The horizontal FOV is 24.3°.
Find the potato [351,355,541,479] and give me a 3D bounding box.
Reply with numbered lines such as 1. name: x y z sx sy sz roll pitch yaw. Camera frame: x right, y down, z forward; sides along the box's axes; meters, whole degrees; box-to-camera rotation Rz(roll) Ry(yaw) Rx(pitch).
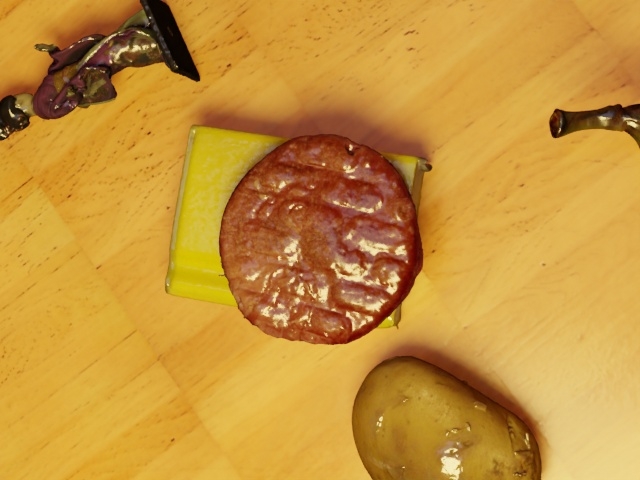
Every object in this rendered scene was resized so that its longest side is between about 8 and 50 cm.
1. potato: 0.102 0.180 1.268 0.176 0.137 0.137 26 94 14

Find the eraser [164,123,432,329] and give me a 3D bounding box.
1. eraser: -0.023 -0.011 1.328 0.226 0.069 0.158 10 92 13

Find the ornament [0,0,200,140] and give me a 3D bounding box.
1. ornament: -0.223 -0.158 1.370 0.203 0.088 0.081 -19 83 13

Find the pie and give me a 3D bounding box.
1. pie: 0.000 0.000 1.262 0.182 0.049 0.182 -1 86 12

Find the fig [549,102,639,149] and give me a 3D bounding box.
1. fig: 0.318 -0.065 1.207 0.274 0.145 0.170 17 92 -2
